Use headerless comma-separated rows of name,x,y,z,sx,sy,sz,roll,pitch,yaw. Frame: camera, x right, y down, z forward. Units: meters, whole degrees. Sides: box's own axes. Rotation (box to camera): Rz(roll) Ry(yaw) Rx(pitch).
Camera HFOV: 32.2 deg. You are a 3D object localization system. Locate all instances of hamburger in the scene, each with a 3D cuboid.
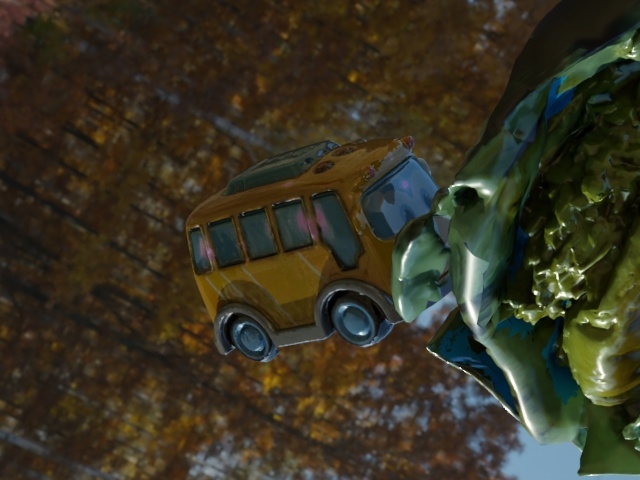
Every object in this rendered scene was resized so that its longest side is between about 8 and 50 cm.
hamburger,0.169,-0.006,0.493,0.150,0.276,0.261,37,-78,33

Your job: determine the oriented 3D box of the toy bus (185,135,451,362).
toy bus,0.000,0.000,0.819,0.209,0.136,0.126,-13,-164,40
